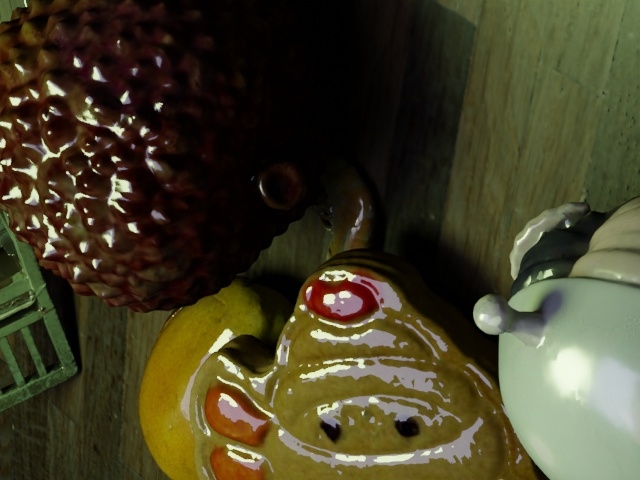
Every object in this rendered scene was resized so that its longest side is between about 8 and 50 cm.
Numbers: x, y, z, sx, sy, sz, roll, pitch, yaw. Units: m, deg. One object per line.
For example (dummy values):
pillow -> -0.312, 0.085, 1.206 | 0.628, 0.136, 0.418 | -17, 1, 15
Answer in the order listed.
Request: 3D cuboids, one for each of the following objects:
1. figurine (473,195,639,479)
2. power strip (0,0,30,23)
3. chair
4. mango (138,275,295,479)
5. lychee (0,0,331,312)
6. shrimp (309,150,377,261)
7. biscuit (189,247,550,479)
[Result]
figurine -> 0.270, 0.136, 1.305 | 0.253, 0.211, 0.361 | -22, 102, 43
power strip -> -0.282, -0.183, 1.846 | 0.251, 0.092, 0.257 | 13, 124, 55
chair -> -0.369, 0.039, 2.032 | 0.147, 0.136, 0.270 | 52, 163, 40
mango -> -0.089, 0.130, 1.782 | 0.166, 0.136, 0.236 | 53, 135, 21
lychee -> -0.136, -0.095, 1.561 | 0.330, 0.306, 0.306 | 26, 130, 28
shrimp -> -0.001, 0.001, 1.682 | 0.124, 0.034, 0.178 | 34, 133, 36
biscuit -> 0.053, 0.190, 1.625 | 0.359, 0.074, 0.381 | -3, 114, 26
